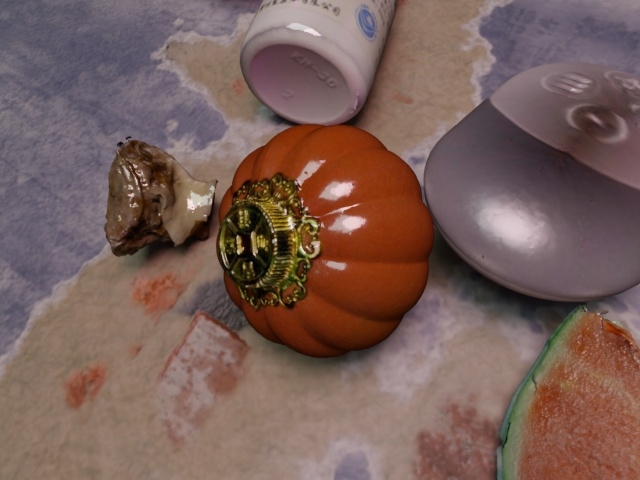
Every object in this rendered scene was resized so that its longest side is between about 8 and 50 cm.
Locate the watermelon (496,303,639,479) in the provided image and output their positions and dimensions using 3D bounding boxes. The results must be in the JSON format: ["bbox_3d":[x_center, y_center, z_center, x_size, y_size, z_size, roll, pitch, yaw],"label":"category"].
[{"bbox_3d":[0.216,0.187,0.366,0.146,0.128,0.231,-29,40,28],"label":"watermelon"}]

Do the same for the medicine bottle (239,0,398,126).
[{"bbox_3d":[0.015,-0.312,0.623,0.170,0.170,0.293,10,64,17],"label":"medicine bottle"}]

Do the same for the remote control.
[{"bbox_3d":[0.246,-0.075,0.461,0.221,0.103,0.332,37,62,23],"label":"remote control"}]

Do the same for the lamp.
[{"bbox_3d":[0.000,0.000,0.447,0.223,0.196,0.223,1,92,39],"label":"lamp"}]

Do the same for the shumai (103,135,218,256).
[{"bbox_3d":[-0.184,-0.049,0.558,0.116,0.145,0.145,6,64,4],"label":"shumai"}]
